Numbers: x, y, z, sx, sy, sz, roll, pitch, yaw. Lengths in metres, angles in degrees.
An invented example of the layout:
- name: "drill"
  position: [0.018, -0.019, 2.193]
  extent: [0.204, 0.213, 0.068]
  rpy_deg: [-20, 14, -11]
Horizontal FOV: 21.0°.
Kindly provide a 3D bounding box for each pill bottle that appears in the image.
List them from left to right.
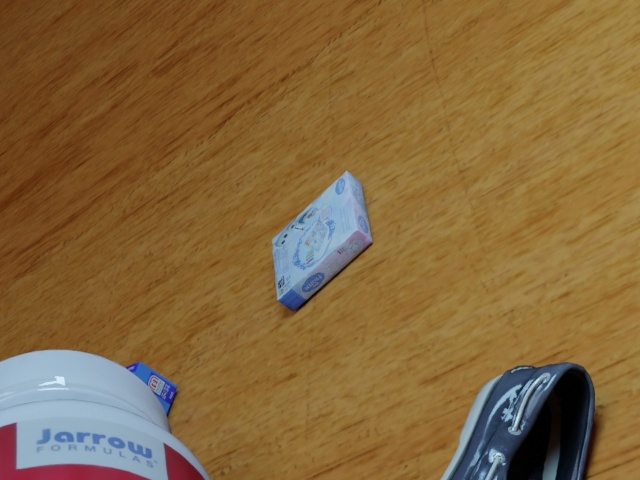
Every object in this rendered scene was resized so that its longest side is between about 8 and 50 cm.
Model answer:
- name: "pill bottle"
  position: [-0.163, 0.248, 1.089]
  extent: [0.229, 0.229, 0.408]
  rpy_deg: [-45, 27, 15]

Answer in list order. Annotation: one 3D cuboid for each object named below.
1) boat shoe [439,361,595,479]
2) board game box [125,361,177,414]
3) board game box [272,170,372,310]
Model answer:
- name: "boat shoe"
  position: [0.105, 0.149, 0.950]
  extent: [0.065, 0.075, 0.206]
  rpy_deg: [-30, 29, 44]
- name: "board game box"
  position: [-0.211, 0.214, 1.425]
  extent: [0.160, 0.047, 0.210]
  rpy_deg: [-24, 38, 45]
- name: "board game box"
  position: [0.000, 0.000, 1.378]
  extent: [0.090, 0.020, 0.090]
  rpy_deg: [-43, 27, 21]
